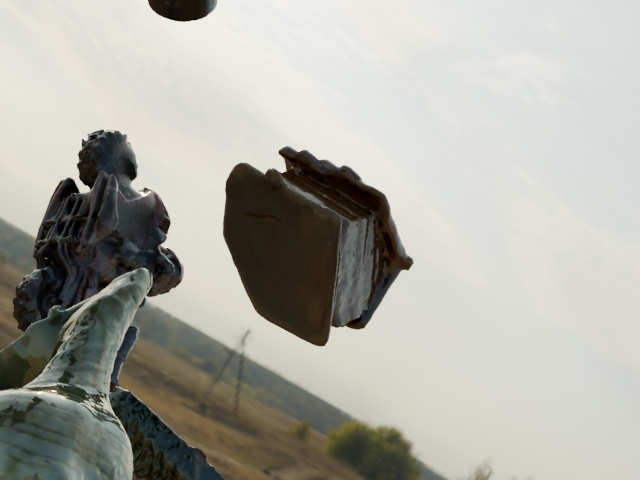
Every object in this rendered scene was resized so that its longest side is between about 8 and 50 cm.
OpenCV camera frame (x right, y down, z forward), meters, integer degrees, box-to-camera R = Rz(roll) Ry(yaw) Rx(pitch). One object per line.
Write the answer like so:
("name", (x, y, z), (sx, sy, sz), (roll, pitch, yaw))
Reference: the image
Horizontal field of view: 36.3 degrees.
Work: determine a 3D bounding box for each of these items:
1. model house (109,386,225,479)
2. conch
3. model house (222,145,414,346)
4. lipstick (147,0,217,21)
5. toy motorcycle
("model house", (-0.313, 0.414, 1.404), (0.298, 0.284, 0.243), (49, -35, -15))
("conch", (-0.205, 0.163, 0.674), (0.203, 0.170, 0.386), (-10, 16, 19))
("model house", (-0.001, 0.000, 1.326), (0.199, 0.220, 0.229), (25, 17, 26))
("lipstick", (-0.126, -0.344, 0.903), (0.081, 0.081, 0.300), (26, -43, 17))
("toy motorcycle", (-0.265, 0.073, 1.137), (0.134, 0.401, 0.207), (-7, -38, 31))
